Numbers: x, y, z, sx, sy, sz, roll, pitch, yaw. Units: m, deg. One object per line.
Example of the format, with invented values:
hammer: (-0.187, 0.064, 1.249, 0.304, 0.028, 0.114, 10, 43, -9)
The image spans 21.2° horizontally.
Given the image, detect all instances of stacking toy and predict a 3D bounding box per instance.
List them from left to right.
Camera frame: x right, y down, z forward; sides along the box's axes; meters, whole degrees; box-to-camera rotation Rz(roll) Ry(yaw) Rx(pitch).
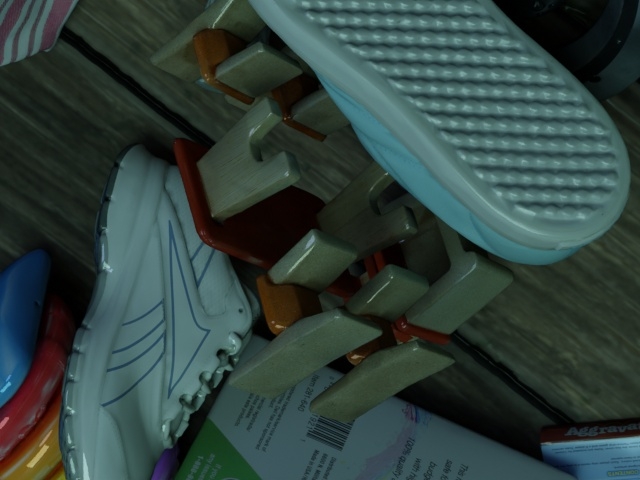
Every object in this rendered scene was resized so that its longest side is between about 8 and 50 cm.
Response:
stacking toy: (-0.172, 0.166, 1.347, 0.302, 0.175, 0.166, 37, 116, -24)

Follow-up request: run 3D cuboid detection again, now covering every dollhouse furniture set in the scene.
dollhouse furniture set: (0.000, 0.000, 1.144, 0.135, 0.262, 0.259, -35, 144, 27)

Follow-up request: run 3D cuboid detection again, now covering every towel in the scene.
towel: (-0.203, -0.160, 1.136, 0.029, 0.197, 0.144, 44, 122, 8)

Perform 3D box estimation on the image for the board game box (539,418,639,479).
board game box: (0.318, 0.196, 1.302, 0.281, 0.027, 0.145, -6, 114, 16)

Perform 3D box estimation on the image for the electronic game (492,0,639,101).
electronic game: (0.125, -0.186, 1.103, 0.229, 0.048, 0.229, 19, 131, 23)

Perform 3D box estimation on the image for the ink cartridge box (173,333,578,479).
ink cartridge box: (0.028, 0.221, 1.264, 0.278, 0.201, 0.117, 24, 135, 3)

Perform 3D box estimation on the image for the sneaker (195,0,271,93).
sneaker: (-0.053, -0.161, 1.185, 0.053, 0.061, 0.152, 19, 140, -6)

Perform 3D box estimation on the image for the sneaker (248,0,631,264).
sneaker: (0.038, -0.123, 1.090, 0.135, 0.150, 0.366, -34, 80, -16)

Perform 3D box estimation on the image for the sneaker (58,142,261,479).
sneaker: (-0.111, 0.074, 1.208, 0.129, 0.297, 0.111, 11, 160, -4)
